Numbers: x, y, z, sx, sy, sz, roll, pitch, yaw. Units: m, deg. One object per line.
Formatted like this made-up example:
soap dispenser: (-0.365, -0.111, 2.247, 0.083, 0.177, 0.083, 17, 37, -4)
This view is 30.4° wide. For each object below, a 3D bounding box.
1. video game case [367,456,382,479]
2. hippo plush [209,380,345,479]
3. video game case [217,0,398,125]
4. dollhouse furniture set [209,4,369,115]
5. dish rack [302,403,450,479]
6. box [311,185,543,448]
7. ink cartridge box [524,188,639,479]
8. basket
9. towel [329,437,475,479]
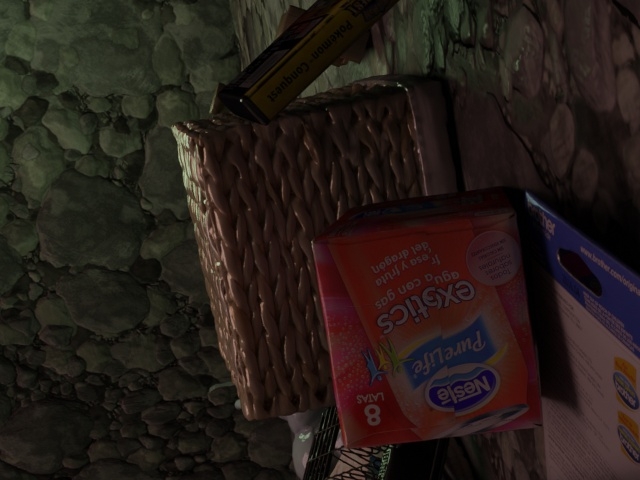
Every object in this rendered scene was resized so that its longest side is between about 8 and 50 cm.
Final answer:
video game case: (0.077, 0.357, 1.441, 0.119, 0.015, 0.166, 177, 102, -71)
hippo plush: (-0.008, 0.256, 1.772, 0.237, 0.294, 0.234, 66, -171, 28)
video game case: (0.012, -0.207, 1.099, 0.035, 0.248, 0.275, 46, 179, -12)
dollhouse furniture set: (-0.034, -0.172, 1.551, 0.161, 0.212, 0.242, -140, 67, -80)
dish rack: (0.053, 0.272, 1.414, 0.271, 0.074, 0.208, -36, 33, 58)
box: (0.089, 0.048, 0.928, 0.300, 0.142, 0.154, -45, -53, -81)
ink cartridge box: (0.203, 0.131, 0.780, 0.186, 0.065, 0.311, -122, 19, -66)
basket: (0.000, 0.000, 1.323, 0.328, 0.266, 0.332, -142, 40, -77)
towel: (0.091, 0.344, 1.508, 0.332, 0.053, 0.317, -112, 35, -56)
